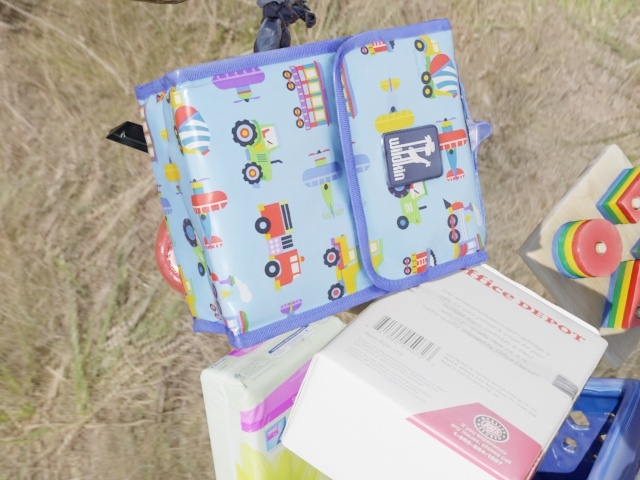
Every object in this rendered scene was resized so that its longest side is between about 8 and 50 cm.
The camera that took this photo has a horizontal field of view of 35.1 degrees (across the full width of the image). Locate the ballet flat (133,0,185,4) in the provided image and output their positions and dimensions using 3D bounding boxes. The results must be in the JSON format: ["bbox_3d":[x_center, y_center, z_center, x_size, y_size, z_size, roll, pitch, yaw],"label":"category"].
[{"bbox_3d":[-0.236,-0.269,0.885,0.343,0.124,0.116,5,101,-33],"label":"ballet flat"}]

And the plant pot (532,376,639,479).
[{"bbox_3d":[0.257,0.304,1.121,0.236,0.236,0.212,-50,119,-36],"label":"plant pot"}]

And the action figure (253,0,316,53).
[{"bbox_3d":[-0.059,-0.290,1.384,0.099,0.185,0.284,10,101,16],"label":"action figure"}]

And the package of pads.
[{"bbox_3d":[-0.051,0.264,1.463,0.101,0.229,0.296,17,123,34],"label":"package of pads"}]

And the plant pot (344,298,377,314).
[{"bbox_3d":[0.000,0.000,1.939,0.229,0.263,0.262,11,79,-22],"label":"plant pot"}]

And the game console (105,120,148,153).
[{"bbox_3d":[-0.134,-0.105,1.544,0.361,0.213,0.043,20,92,21],"label":"game console"}]

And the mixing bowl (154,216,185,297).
[{"bbox_3d":[-0.190,0.017,1.616,0.182,0.098,0.181,0,94,7],"label":"mixing bowl"}]

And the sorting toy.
[{"bbox_3d":[0.477,0.022,1.575,0.255,0.089,0.257,-47,107,-21],"label":"sorting toy"}]

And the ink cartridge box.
[{"bbox_3d":[0.129,0.142,0.967,0.207,0.283,0.117,31,123,17],"label":"ink cartridge box"}]

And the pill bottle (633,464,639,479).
[{"bbox_3d":[0.296,0.129,0.531,0.229,0.229,0.407,20,113,9],"label":"pill bottle"}]

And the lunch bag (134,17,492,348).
[{"bbox_3d":[0.017,-0.059,0.873,0.293,0.138,0.220,-16,98,-22],"label":"lunch bag"}]
